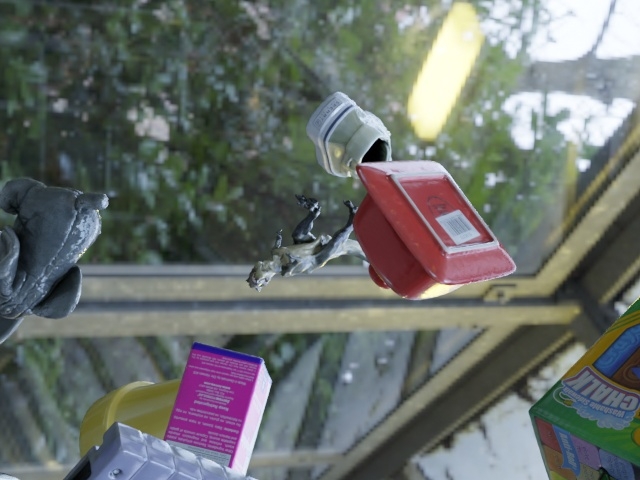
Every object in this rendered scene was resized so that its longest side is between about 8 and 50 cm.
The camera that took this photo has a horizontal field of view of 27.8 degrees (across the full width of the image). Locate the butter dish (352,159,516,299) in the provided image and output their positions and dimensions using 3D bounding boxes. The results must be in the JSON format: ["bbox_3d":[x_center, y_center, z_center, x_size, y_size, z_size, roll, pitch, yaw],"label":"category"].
[{"bbox_3d":[0.095,0.005,1.341,0.118,0.160,0.160,-48,-114,31],"label":"butter dish"}]

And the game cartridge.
[{"bbox_3d":[-0.238,0.369,1.428,0.355,0.230,0.068,-48,-148,17],"label":"game cartridge"}]

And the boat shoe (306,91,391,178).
[{"bbox_3d":[0.053,-0.128,1.838,0.094,0.302,0.109,44,-85,13],"label":"boat shoe"}]

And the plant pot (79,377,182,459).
[{"bbox_3d":[-0.276,0.362,2.389,0.239,0.254,0.254,-30,-122,33],"label":"plant pot"}]

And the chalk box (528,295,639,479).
[{"bbox_3d":[0.340,0.212,1.305,0.179,0.289,0.180,25,-36,45],"label":"chalk box"}]

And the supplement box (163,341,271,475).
[{"bbox_3d":[-0.156,0.275,1.858,0.111,0.114,0.220,78,27,-67],"label":"supplement box"}]

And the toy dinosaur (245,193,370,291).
[{"bbox_3d":[0.000,0.000,1.739,0.064,0.268,0.118,40,-58,34],"label":"toy dinosaur"}]

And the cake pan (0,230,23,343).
[{"bbox_3d":[-0.586,0.077,1.976,0.054,0.293,0.293,54,-42,42],"label":"cake pan"}]

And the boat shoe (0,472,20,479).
[{"bbox_3d":[-0.404,0.277,1.217,0.079,0.255,0.095,23,-48,59],"label":"boat shoe"}]

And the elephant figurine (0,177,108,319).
[{"bbox_3d":[-0.412,0.044,1.857,0.186,0.169,0.239,87,23,-71],"label":"elephant figurine"}]
